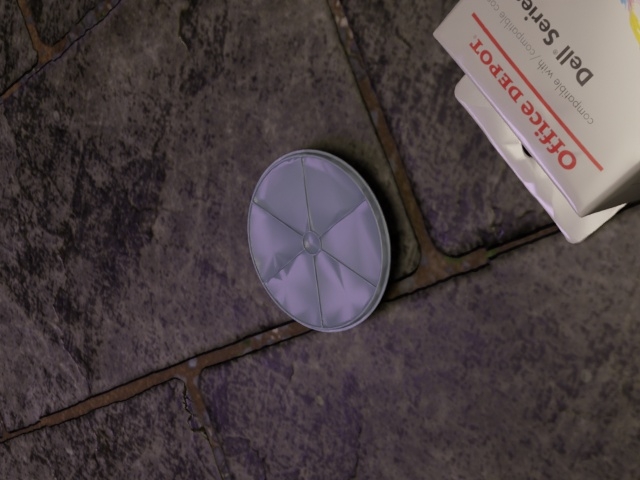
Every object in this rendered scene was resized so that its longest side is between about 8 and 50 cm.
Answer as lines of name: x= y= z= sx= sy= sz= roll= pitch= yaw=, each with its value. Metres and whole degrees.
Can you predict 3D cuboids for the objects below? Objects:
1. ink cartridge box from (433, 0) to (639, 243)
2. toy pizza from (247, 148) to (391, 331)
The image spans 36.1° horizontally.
ink cartridge box: x=0.236 y=-0.163 z=0.761 sx=0.207 sy=0.119 sz=0.353 roll=55 pitch=129 yaw=17
toy pizza: x=0.000 y=0.000 z=1.063 sx=0.201 sy=0.032 sz=0.201 roll=12 pitch=109 yaw=39
